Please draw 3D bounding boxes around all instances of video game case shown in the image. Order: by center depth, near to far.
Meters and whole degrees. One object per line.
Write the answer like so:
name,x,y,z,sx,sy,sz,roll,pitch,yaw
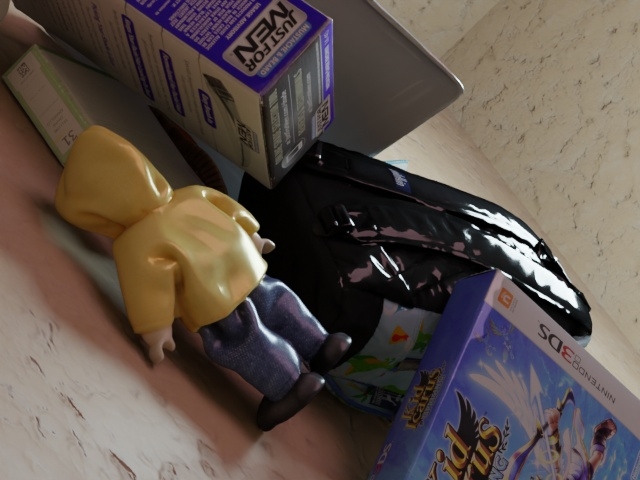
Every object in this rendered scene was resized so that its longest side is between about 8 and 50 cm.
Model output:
video game case,0.175,0.204,1.263,0.244,0.061,0.270,41,57,-21

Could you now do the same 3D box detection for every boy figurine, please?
boy figurine,-0.108,0.029,1.159,0.285,0.092,0.177,43,44,-8

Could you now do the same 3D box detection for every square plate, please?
square plate,-0.075,-0.201,1.471,0.347,0.344,0.049,43,43,-14

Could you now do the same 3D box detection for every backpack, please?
backpack,0.105,0.056,1.449,0.355,0.273,0.290,3,35,-24

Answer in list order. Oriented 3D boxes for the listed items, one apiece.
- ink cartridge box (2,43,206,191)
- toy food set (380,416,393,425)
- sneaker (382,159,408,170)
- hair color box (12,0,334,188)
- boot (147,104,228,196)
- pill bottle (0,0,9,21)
ink cartridge box,-0.180,-0.073,1.337,0.235,0.056,0.171,54,15,22
toy food set,0.089,0.182,1.502,0.078,0.019,0.122,54,15,28
sneaker,0.049,-0.049,1.701,0.228,0.087,0.092,-9,99,-62
hair color box,-0.148,-0.211,1.306,0.339,0.110,0.185,37,-18,15
boot,-0.136,-0.076,1.488,0.158,0.059,0.084,52,9,25
pill bottle,-0.348,-0.262,1.295,0.160,0.087,0.087,54,15,28
